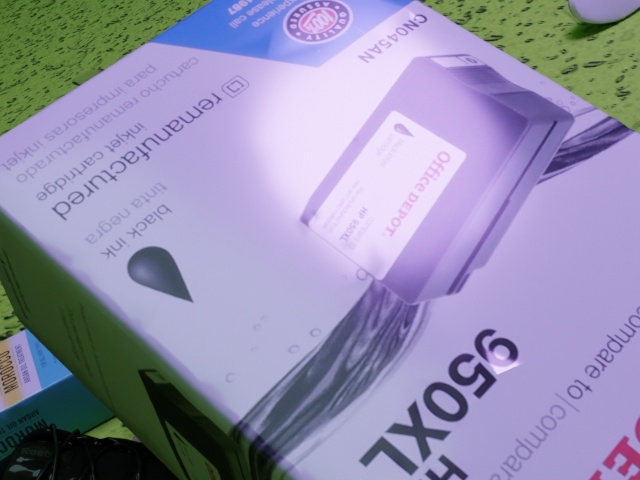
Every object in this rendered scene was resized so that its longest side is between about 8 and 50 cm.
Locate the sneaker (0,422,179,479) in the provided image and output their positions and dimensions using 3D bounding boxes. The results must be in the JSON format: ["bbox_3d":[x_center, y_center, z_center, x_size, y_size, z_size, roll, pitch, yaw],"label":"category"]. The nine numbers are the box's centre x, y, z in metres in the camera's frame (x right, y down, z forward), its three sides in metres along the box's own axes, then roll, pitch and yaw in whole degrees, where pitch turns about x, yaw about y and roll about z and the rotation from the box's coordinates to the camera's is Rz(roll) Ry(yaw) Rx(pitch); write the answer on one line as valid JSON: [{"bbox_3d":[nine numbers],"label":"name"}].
[{"bbox_3d":[-0.134,0.175,0.595,0.286,0.130,0.109,-14,32,7],"label":"sneaker"}]

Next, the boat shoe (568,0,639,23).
[{"bbox_3d":[0.351,-0.307,1.098,0.184,0.066,0.063,-36,22,-20],"label":"boat shoe"}]

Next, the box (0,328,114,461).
[{"bbox_3d":[-0.256,0.133,0.781,0.244,0.060,0.100,-28,34,-12],"label":"box"}]

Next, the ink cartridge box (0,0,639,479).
[{"bbox_3d":[0.042,0.035,0.533,0.395,0.166,0.285,37,61,23],"label":"ink cartridge box"}]

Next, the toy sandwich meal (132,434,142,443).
[{"bbox_3d":[-0.118,0.156,0.703,0.085,0.029,0.085,-14,34,9],"label":"toy sandwich meal"}]
